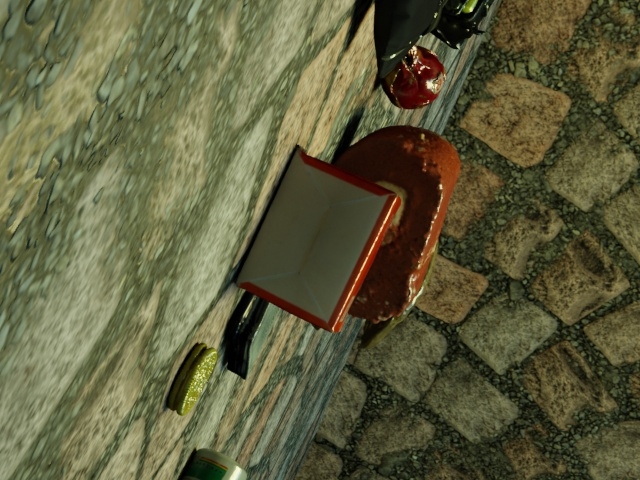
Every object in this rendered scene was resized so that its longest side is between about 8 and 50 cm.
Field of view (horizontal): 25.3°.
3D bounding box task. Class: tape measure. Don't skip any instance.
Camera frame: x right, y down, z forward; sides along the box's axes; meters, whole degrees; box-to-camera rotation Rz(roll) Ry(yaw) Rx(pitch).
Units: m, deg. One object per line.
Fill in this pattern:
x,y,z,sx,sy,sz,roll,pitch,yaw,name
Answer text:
0.215,-0.380,2.019,0.186,0.112,0.199,-61,176,-3,tape measure

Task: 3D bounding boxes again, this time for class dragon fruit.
0.126,-0.236,1.993,0.094,0.094,0.190,-64,169,-8,dragon fruit

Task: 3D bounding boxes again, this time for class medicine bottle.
-0.162,0.356,1.941,0.130,0.080,0.080,-61,173,-24,medicine bottle

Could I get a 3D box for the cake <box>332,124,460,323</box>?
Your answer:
0.080,-0.030,2.013,0.151,0.177,0.283,-49,158,-66,cake

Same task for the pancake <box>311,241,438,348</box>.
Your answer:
0.077,0.058,2.221,0.288,0.033,0.286,-35,-143,34,pancake

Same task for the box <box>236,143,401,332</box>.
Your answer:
0.000,0.000,1.648,0.099,0.133,0.182,25,89,-85,box

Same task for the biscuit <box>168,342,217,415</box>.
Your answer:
-0.142,0.154,1.581,0.084,0.023,0.084,-61,172,-15,biscuit

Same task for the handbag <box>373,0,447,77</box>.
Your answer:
0.125,-0.328,1.614,0.254,0.088,0.211,-61,167,-21,handbag

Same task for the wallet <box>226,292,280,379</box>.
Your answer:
-0.060,0.063,1.837,0.167,0.036,0.222,103,14,-63,wallet
